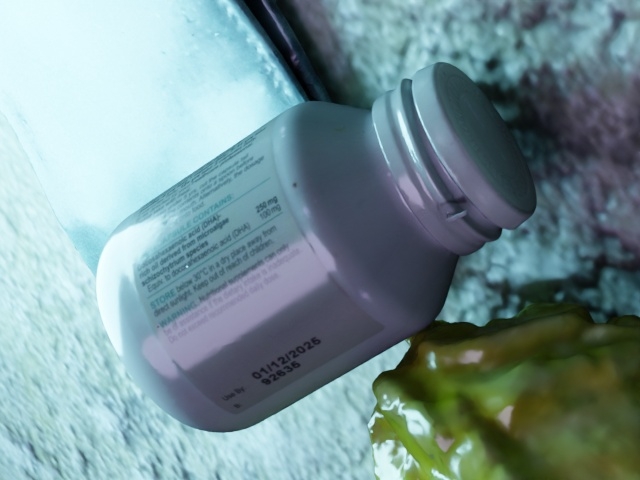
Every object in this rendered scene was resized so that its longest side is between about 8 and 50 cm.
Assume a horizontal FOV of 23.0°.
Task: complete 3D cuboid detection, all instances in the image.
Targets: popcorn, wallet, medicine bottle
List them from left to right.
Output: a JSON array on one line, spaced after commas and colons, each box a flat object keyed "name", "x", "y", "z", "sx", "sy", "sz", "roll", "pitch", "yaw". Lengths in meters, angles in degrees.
[{"name": "wallet", "x": -0.092, "y": -0.069, "z": 0.957, "sx": 0.251, "sy": 0.054, "sz": 0.290, "roll": -12, "pitch": 113, "yaw": 47}, {"name": "medicine bottle", "x": 0.000, "y": 0.000, "z": 0.825, "sx": 0.215, "sy": 0.135, "sz": 0.135, "roll": -32, "pitch": 99, "yaw": 22}, {"name": "popcorn", "x": 0.130, "y": 0.135, "z": 0.845, "sx": 0.266, "sy": 0.192, "sz": 0.233, "roll": 44, "pitch": 165, "yaw": 44}]
